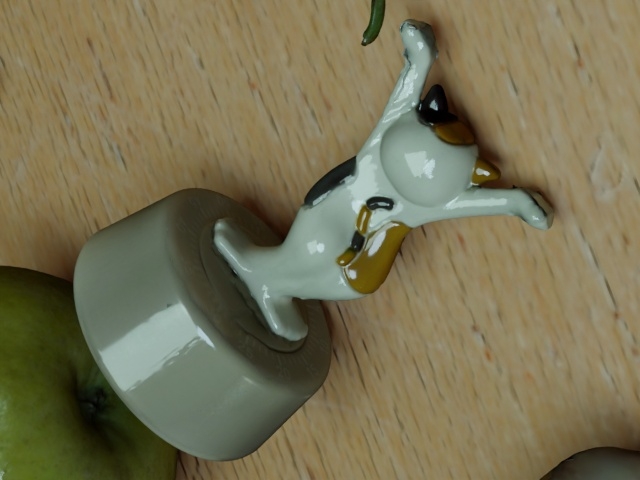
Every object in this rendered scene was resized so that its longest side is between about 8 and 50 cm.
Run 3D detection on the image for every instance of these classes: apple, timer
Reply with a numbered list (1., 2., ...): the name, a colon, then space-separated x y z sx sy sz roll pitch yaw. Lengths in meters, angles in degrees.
1. apple: -0.218 0.147 1.070 0.194 0.261 0.260 -19 94 29
2. timer: 0.000 0.000 0.924 0.266 0.175 0.175 -35 83 24

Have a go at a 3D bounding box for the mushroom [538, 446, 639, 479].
1. mushroom: 0.127 0.350 0.882 0.313 0.224 0.397 49 130 10

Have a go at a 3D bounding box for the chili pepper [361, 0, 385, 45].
1. chili pepper: 0.002 -0.247 0.868 0.063 0.071 0.272 -169 67 -78
